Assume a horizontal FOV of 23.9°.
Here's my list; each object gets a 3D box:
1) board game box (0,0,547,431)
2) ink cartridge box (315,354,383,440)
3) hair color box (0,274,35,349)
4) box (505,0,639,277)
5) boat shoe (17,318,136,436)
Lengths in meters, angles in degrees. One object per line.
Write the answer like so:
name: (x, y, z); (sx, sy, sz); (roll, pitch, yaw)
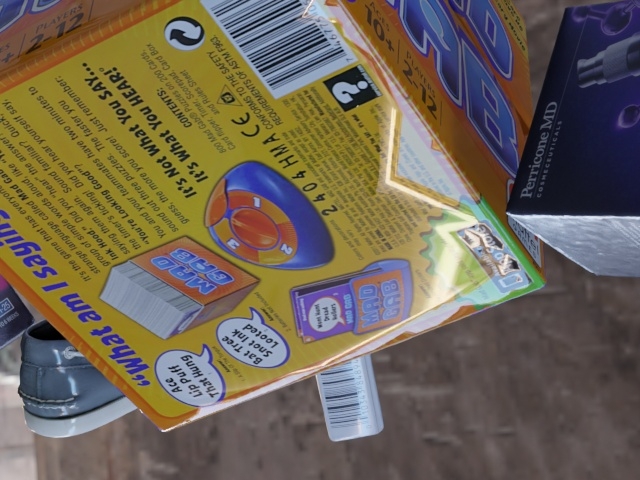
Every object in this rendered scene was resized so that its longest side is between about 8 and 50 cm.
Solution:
board game box: (-0.065, -0.133, 1.207); (0.356, 0.356, 0.356); (-23, 127, 23)
ink cartridge box: (0.000, 0.000, 1.687); (0.071, 0.324, 0.330); (-12, -154, 1)
hair color box: (-0.441, -0.009, 1.407); (0.174, 0.347, 0.105); (-37, -175, -25)
box: (0.238, -0.061, 0.920); (0.207, 0.153, 0.108); (1, 157, 46)
boat shoe: (-0.145, 0.069, 1.408); (0.319, 0.099, 0.116); (-29, -148, -36)
